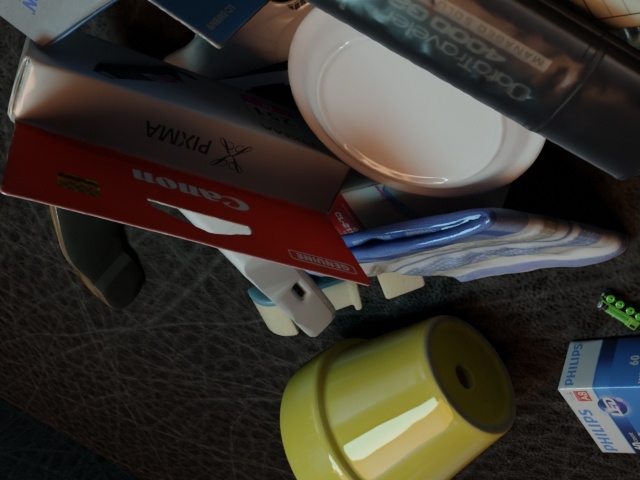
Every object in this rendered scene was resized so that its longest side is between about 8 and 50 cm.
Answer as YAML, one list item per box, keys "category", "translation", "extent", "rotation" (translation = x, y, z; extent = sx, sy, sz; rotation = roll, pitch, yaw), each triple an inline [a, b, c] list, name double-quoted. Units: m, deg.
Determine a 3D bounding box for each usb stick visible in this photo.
- category: "usb stick"
  translation: [0.095, -0.124, 0.409]
  extent: [0.278, 0.045, 0.077]
  rotation: [28, 139, -6]

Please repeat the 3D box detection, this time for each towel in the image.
- category: "towel"
  translation: [0.146, 0.011, 0.662]
  extent: [0.209, 0.034, 0.285]
  rotation: [-12, 168, 42]

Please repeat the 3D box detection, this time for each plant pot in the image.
- category: "plant pot"
  translation: [0.113, 0.224, 0.915]
  extent: [0.254, 0.254, 0.239]
  rotation: [40, 127, -12]

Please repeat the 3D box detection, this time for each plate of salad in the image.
- category: "plate of salad"
  translation: [0.070, -0.107, 0.515]
  extent: [0.199, 0.048, 0.200]
  rotation: [18, 146, 13]

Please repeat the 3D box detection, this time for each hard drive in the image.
- category: "hard drive"
  translation: [-0.139, -0.054, 0.742]
  extent: [0.353, 0.047, 0.233]
  rotation: [42, 174, 26]

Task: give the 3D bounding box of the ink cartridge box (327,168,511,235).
- category: "ink cartridge box"
  translation: [0.096, -0.070, 0.668]
  extent: [0.175, 0.127, 0.072]
  rotation: [-10, 127, 42]

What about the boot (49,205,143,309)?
- category: "boot"
  translation: [-0.383, -0.008, 1.098]
  extent: [0.115, 0.112, 0.305]
  rotation: [28, 146, 23]

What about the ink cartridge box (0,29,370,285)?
- category: "ink cartridge box"
  translation: [-0.100, -0.077, 0.551]
  extent: [0.275, 0.239, 0.060]
  rotation: [15, 112, -27]

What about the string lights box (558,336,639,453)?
- category: "string lights box"
  translation: [0.419, 0.171, 0.763]
  extent: [0.259, 0.077, 0.133]
  rotation: [-15, 124, 44]

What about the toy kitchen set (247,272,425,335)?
- category: "toy kitchen set"
  translation: [0.000, 0.000, 0.873]
  extent: [0.207, 0.166, 0.122]
  rotation: [-21, 129, 3]

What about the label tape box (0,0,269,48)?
- category: "label tape box"
  translation: [-0.178, -0.268, 0.533]
  extent: [0.333, 0.241, 0.106]
  rotation: [37, 137, -7]

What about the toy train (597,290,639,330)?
- category: "toy train"
  translation: [0.343, 0.084, 0.761]
  extent: [0.083, 0.017, 0.024]
  rotation: [31, 115, 0]

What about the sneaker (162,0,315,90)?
- category: "sneaker"
  translation: [-0.071, -0.203, 0.685]
  extent: [0.235, 0.090, 0.095]
  rotation: [-3, 119, 32]

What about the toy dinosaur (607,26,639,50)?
- category: "toy dinosaur"
  translation: [0.249, -0.173, 0.507]
  extent: [0.118, 0.064, 0.268]
  rotation: [25, 140, 19]

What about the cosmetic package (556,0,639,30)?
- category: "cosmetic package"
  translation: [0.140, -0.214, 0.397]
  extent: [0.296, 0.129, 0.153]
  rotation: [10, 156, 47]
